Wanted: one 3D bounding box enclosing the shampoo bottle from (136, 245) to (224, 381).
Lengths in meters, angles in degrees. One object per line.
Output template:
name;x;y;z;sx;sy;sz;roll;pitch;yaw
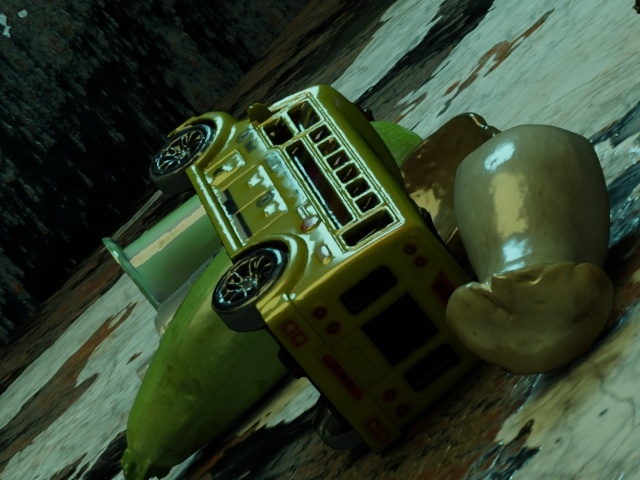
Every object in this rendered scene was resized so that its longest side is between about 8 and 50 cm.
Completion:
shampoo bottle;-0.048;0.028;1.770;0.303;0.092;0.092;-41;10;12

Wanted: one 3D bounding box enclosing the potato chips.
potato chips;0.072;-0.003;1.494;0.195;0.062;0.208;-23;28;43

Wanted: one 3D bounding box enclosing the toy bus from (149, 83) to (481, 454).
toy bus;0.000;0.000;1.362;0.151;0.145;0.331;-38;28;4

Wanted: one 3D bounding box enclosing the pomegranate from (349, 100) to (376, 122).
pomegranate;0.002;-0.057;1.855;0.129;0.129;0.159;-28;39;58

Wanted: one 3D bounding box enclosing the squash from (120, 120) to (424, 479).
squash;-0.046;0.049;1.622;0.370;0.118;0.118;-47;10;-2

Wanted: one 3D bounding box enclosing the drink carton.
drink carton;-0.121;0.015;2.000;0.142;0.144;0.146;-39;10;-2

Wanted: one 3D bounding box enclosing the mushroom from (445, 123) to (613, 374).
mushroom;0.126;-0.003;1.186;0.212;0.097;0.088;-76;5;-53

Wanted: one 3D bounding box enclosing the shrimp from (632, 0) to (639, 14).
shrimp;0.311;-0.214;1.459;0.217;0.051;0.115;-35;7;47
